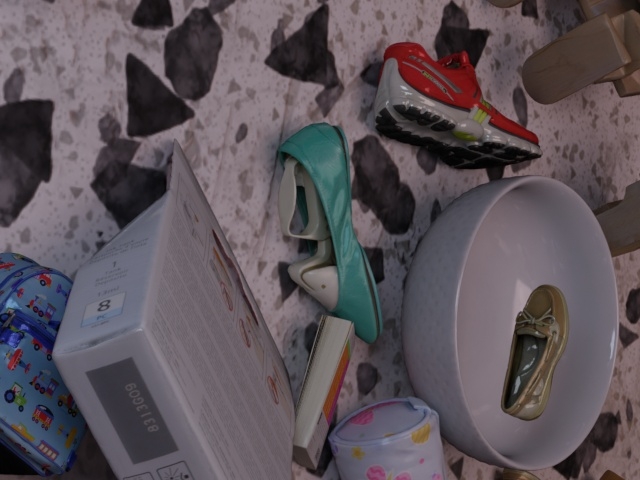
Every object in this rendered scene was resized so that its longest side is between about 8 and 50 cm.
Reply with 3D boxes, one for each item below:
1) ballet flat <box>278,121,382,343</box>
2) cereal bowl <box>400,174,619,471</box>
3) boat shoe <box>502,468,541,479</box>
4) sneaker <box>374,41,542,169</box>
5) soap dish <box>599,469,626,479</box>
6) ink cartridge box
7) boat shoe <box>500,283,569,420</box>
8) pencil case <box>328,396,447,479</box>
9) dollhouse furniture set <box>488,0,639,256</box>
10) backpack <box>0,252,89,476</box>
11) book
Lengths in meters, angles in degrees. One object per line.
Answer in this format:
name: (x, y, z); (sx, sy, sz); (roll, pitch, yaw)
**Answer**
ballet flat: (0.000, 0.000, 1.675); (0.087, 0.083, 0.247); (-16, 102, -23)
cereal bowl: (0.204, 0.094, 1.838); (0.339, 0.141, 0.339); (0, 91, -47)
boat shoe: (0.264, 0.334, 1.968); (0.135, 0.050, 0.045); (51, 50, -34)
sneaker: (0.170, -0.159, 1.835); (0.279, 0.107, 0.118); (21, 65, -48)
soap dish: (0.362, 0.475, 2.025); (0.291, 0.118, 0.229); (-44, 120, -39)
ink cartridge box: (-0.121, 0.118, 1.453); (0.385, 0.091, 0.308); (-92, 160, -63)
boat shoe: (0.232, 0.120, 1.726); (0.048, 0.056, 0.153); (24, 80, -50)
pencil case: (0.099, 0.312, 1.734); (0.113, 0.124, 0.273); (-79, 153, -73)
dollhouse furniture set: (0.385, -0.197, 2.032); (0.362, 0.256, 0.394); (-13, 78, -47)
backpack: (-0.253, 0.100, 1.363); (0.158, 0.117, 0.173); (52, 52, -35)
book: (0.003, 0.164, 1.674); (0.096, 0.035, 0.144); (73, 33, -66)
